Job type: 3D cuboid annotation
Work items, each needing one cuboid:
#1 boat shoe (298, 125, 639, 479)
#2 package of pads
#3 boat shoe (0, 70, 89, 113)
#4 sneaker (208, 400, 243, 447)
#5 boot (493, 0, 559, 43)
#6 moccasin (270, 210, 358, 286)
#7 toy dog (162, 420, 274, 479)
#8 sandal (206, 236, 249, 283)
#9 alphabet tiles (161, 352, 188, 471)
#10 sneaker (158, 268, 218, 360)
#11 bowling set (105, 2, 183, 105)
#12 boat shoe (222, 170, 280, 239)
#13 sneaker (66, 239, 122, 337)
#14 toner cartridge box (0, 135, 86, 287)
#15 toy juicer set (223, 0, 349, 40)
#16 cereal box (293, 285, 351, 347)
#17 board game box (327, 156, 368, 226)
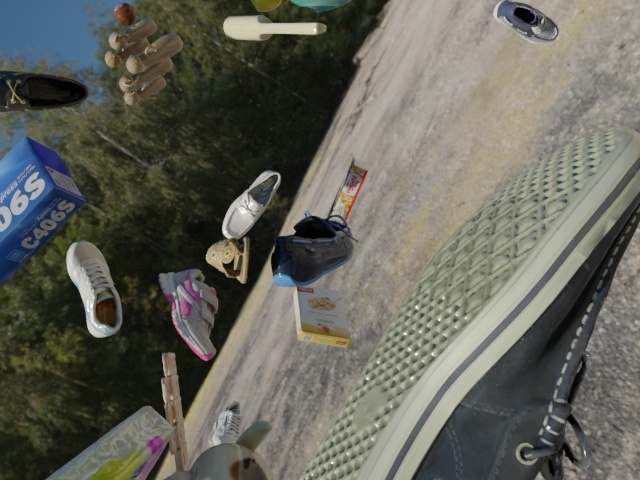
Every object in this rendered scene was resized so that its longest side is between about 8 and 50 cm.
[{"bbox_3d":[0.140,0.131,0.440,0.501,0.155,0.187,-58,7,-1],"label":"boat shoe"},{"bbox_3d":[-0.451,0.493,0.983,0.229,0.101,0.296,-56,-11,23],"label":"package of pads"},{"bbox_3d":[-0.583,-0.297,0.990,0.068,0.227,0.081,9,109,48],"label":"boat shoe"},{"bbox_3d":[-0.279,0.579,1.531,0.095,0.090,0.235,-54,17,1],"label":"sneaker"},{"bbox_3d":[0.511,-0.519,1.200,0.086,0.189,0.069,-112,38,-60],"label":"boot"},{"bbox_3d":[0.000,0.000,1.084,0.342,0.137,0.117,-40,-54,-69],"label":"moccasin"},{"bbox_3d":[-0.162,0.568,0.969,0.395,0.284,0.408,-46,7,-23],"label":"toy dog"},{"bbox_3d":[-0.184,0.038,0.980,0.240,0.079,0.088,160,113,-79],"label":"sandal"},{"bbox_3d":[-0.361,0.423,1.248,0.278,0.021,0.284,127,133,-72],"label":"alphabet tiles"},{"bbox_3d":[-0.292,0.161,1.181,0.111,0.252,0.103,-24,-28,-12],"label":"sneaker"},{"bbox_3d":[-0.486,-0.477,1.263,0.154,0.200,0.287,-43,8,-28],"label":"bowling set"},{"bbox_3d":[-0.229,-0.123,1.660,0.277,0.098,0.096,-56,14,-8],"label":"boat shoe"},{"bbox_3d":[-0.507,0.105,1.139,0.087,0.229,0.092,-20,0,-41],"label":"sneaker"},{"bbox_3d":[-0.611,-0.013,0.929,0.348,0.165,0.075,-45,-29,2],"label":"toner cartridge box"},{"bbox_3d":[-0.030,-0.357,0.672,0.329,0.209,0.090,-58,-39,-40],"label":"toy juicer set"},{"bbox_3d":[0.001,0.249,1.688,0.240,0.172,0.047,-102,28,-54],"label":"cereal box"},{"bbox_3d":[0.069,-0.122,1.369,0.147,0.045,0.194,-80,13,-72],"label":"board game box"}]
